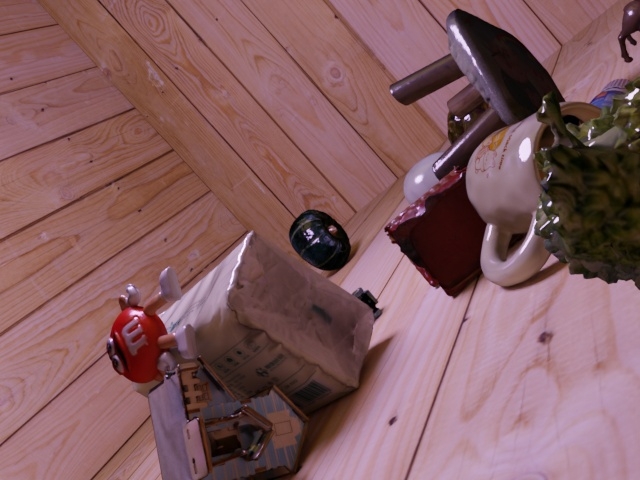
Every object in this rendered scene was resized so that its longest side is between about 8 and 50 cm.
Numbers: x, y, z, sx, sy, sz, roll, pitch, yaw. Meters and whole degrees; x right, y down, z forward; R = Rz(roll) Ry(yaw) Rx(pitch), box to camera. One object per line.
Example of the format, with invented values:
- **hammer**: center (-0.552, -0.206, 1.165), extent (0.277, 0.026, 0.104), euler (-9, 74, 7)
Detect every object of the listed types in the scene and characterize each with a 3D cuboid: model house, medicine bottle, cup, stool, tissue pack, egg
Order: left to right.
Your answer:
- **model house**: center (-0.125, 0.309, 0.952), extent (0.206, 0.271, 0.178), euler (2, -30, -39)
- **tissue pack**: center (-0.135, 0.200, 1.150), extent (0.380, 0.297, 0.207), euler (-36, 26, 38)
- **egg**: center (0.336, -0.172, 1.769), extent (0.209, 0.151, 0.151), euler (-33, 5, 7)
- **model house**: center (0.235, -0.024, 1.153), extent (0.196, 0.160, 0.254), euler (-42, 2, 3)
- **stool**: center (0.346, -0.287, 1.315), extent (0.310, 0.310, 0.226), euler (1, -31, -45)
- **cup**: center (0.330, -0.059, 0.926), extent (0.173, 0.255, 0.202), euler (1, -6, -14)
- **medicine bottle**: center (0.515, -0.222, 1.099), extent (0.203, 0.083, 0.083), euler (-43, 4, -42)

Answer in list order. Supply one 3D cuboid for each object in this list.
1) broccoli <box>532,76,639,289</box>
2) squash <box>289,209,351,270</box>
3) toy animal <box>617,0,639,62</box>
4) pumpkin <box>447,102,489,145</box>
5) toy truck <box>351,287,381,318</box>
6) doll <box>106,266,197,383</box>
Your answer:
- **broccoli**: center (0.342, -0.112, 0.449), extent (0.339, 0.317, 0.277), euler (13, 29, 36)
- **squash**: center (0.000, 0.000, 2.344), extent (0.165, 0.252, 0.252), euler (-50, 2, 18)
- **toy animal**: center (0.650, -0.384, 1.134), extent (0.094, 0.214, 0.186), euler (-35, -29, -21)
- **pumpkin**: center (0.513, -0.365, 1.878), extent (0.139, 0.221, 0.317), euler (-1, 33, 39)
- **toy truck**: center (0.050, 0.178, 1.330), extent (0.169, 0.077, 0.100), euler (-46, 8, -27)
- **doll**: center (-0.298, 0.160, 1.044), extent (0.217, 0.183, 0.085), euler (-34, -19, 35)
